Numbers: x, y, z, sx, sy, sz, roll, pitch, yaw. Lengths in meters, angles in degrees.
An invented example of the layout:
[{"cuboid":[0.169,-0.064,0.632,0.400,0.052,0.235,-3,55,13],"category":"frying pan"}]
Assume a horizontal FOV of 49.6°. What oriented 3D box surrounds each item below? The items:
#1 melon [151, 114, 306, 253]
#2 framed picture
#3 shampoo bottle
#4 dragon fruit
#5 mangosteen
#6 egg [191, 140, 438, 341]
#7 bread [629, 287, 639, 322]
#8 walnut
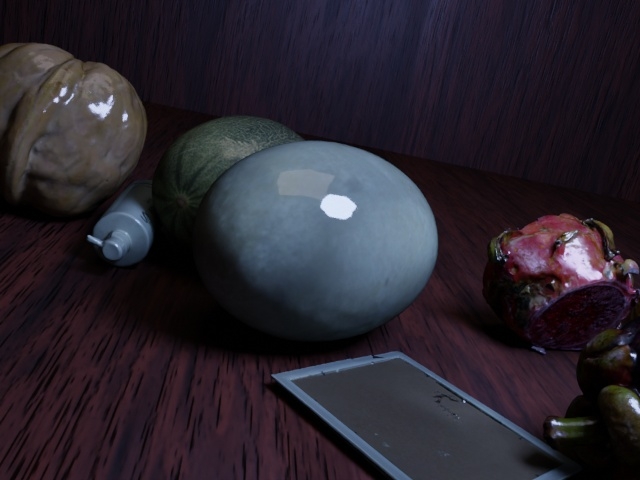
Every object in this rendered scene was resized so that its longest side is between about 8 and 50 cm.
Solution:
[{"cuboid":[-0.125,-0.077,1.098,0.237,0.238,0.301,21,18,27],"category":"melon"},{"cuboid":[0.107,0.197,0.740,0.216,0.016,0.273,-2,22,-41],"category":"framed picture"},{"cuboid":[-0.288,-0.024,1.056,0.085,0.085,0.262,11,17,-7],"category":"shampoo bottle"},{"cuboid":[0.374,0.074,1.033,0.282,0.211,0.147,24,22,-31],"category":"dragon fruit"},{"cuboid":[0.344,0.175,0.700,0.250,0.211,0.211,-11,20,-7],"category":"mangosteen"},{"cuboid":[0.000,0.000,0.893,0.352,0.259,0.258,4,18,-38],"category":"egg"},{"cuboid":[0.613,0.053,1.117,0.132,0.294,0.167,22,18,15],"category":"bread"},{"cuboid":[-0.442,-0.177,1.134,0.296,0.285,0.285,25,16,-4],"category":"walnut"}]
